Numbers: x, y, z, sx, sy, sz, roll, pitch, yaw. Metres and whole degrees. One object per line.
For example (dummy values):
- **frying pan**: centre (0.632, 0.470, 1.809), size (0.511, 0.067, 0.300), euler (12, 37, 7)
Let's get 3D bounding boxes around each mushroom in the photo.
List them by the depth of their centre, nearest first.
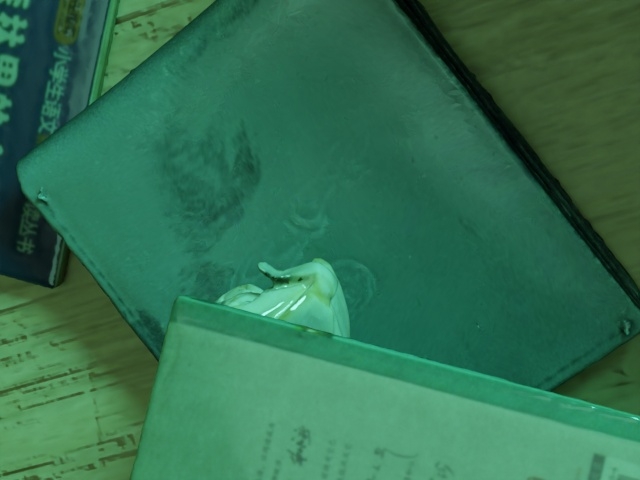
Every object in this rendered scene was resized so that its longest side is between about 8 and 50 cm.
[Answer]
- **mushroom**: centre (-0.051, 0.129, 0.746), size (0.096, 0.099, 0.278), euler (24, 116, 13)

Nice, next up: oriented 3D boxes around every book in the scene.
- **book**: centre (0.037, 0.158, 0.626), size (0.282, 0.025, 0.215), euler (16, 92, 16)
- **book**: centre (-0.286, -0.118, 0.859), size (0.322, 0.018, 0.228), euler (14, 98, 13)

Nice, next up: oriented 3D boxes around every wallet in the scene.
- **wallet**: centre (0.000, -0.001, 0.769), size (0.251, 0.054, 0.290), euler (-35, 96, 20)
